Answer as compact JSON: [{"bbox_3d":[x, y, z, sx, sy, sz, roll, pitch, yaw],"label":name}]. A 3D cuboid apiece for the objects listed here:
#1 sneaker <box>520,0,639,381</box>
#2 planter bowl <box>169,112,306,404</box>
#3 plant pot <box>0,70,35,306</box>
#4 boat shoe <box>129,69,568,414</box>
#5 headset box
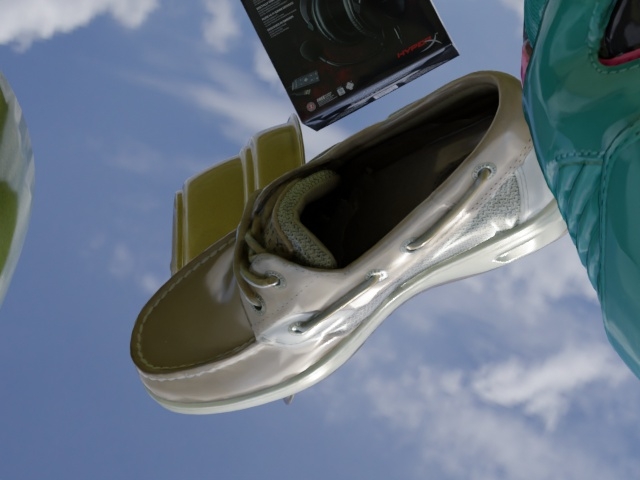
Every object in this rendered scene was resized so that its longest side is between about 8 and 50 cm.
[{"bbox_3d":[0.165,-0.083,0.360,0.296,0.124,0.178,-32,-123,-4],"label":"sneaker"},{"bbox_3d":[-0.065,0.013,1.185,0.090,0.217,0.217,1,-149,-7],"label":"planter bowl"},{"bbox_3d":[-0.287,0.027,0.826,0.275,0.274,0.293,10,-156,-14],"label":"plant pot"},{"bbox_3d":[0.000,0.000,0.857,0.098,0.302,0.109,29,-138,-46],"label":"boat shoe"},{"bbox_3d":[0.004,-0.092,0.586,0.083,0.062,0.032,64,-172,6],"label":"headset box"}]
